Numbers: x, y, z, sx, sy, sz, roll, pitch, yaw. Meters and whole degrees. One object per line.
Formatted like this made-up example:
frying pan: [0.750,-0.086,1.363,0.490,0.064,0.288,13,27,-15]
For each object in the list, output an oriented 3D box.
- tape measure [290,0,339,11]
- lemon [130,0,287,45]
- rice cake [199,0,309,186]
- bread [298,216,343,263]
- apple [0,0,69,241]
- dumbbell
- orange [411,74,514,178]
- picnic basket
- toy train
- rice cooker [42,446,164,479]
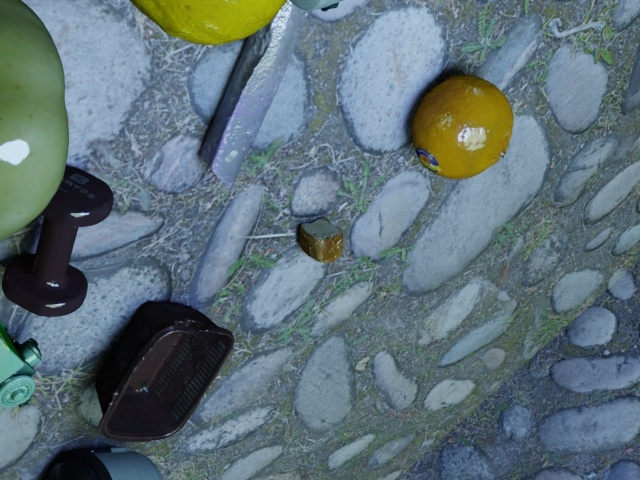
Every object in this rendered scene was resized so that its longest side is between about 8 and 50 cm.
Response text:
tape measure: [-0.021,-0.459,1.343,0.115,0.235,0.207,-28,156,-27]
lemon: [-0.163,-0.396,1.220,0.245,0.245,0.320,-47,136,4]
rice cake: [-0.112,-0.272,1.552,0.070,0.064,0.399,6,123,-36]
bread: [-0.002,0.002,1.926,0.077,0.083,0.070,-20,130,-35]
apple: [-0.474,-0.148,1.086,0.357,0.357,0.357,-26,141,-23]
dumbbell: [-0.420,0.001,1.466,0.225,0.140,0.124,-66,175,29]
orange: [0.292,-0.231,1.893,0.219,0.193,0.219,-32,135,-39]
picnic basket: [-0.328,0.251,1.824,0.222,0.129,0.297,13,116,-48]
toy train: [-0.619,0.245,1.539,0.301,0.120,0.202,-36,142,-11]
rice cooker: [-0.461,0.554,1.916,0.280,0.241,0.227,-14,165,33]
